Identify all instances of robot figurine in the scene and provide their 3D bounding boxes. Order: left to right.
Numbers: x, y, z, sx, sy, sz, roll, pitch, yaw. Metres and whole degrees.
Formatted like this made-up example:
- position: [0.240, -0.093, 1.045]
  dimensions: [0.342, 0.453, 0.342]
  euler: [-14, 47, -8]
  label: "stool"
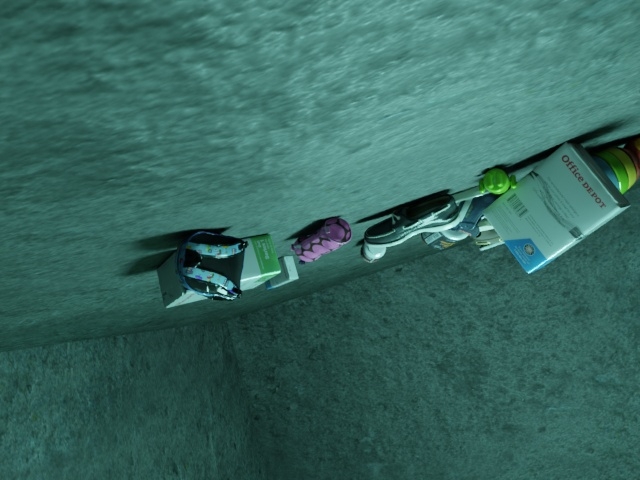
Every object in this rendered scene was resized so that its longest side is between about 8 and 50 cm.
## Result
- position: [0.491, -0.165, 1.683]
  dimensions: [0.101, 0.067, 0.115]
  euler: [-10, 175, 22]
  label: "robot figurine"

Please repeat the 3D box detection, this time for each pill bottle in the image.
- position: [0.203, 0.033, 2.311]
  dimensions: [0.086, 0.086, 0.152]
  euler: [-15, 171, -7]
  label: "pill bottle"
- position: [0.433, -0.041, 2.135]
  dimensions: [0.130, 0.131, 0.246]
  euler: [-15, 172, -11]
  label: "pill bottle"

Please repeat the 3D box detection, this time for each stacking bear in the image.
- position: [0.887, -0.215, 1.826]
  dimensions: [0.289, 0.175, 0.164]
  euler: [-28, 143, -3]
  label: "stacking bear"

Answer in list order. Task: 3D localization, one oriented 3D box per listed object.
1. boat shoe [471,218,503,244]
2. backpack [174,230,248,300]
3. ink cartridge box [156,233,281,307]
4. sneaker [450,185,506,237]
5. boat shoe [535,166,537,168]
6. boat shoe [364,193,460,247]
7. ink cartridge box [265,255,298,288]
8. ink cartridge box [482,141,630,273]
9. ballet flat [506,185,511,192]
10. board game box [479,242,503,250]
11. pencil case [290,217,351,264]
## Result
- position: [0.655, -0.046, 2.054]
  dimensions: [0.324, 0.097, 0.117]
  euler: [-7, -143, 39]
  label: "boat shoe"
- position: [-0.270, 0.057, 1.417]
  dimensions: [0.116, 0.158, 0.173]
  euler: [-1, 170, 42]
  label: "backpack"
- position: [-0.281, 0.084, 1.647]
  dimensions: [0.278, 0.117, 0.201]
  euler: [-11, 170, -32]
  label: "ink cartridge box"
- position: [0.427, -0.065, 1.914]
  dimensions: [0.350, 0.148, 0.131]
  euler: [-19, 171, 17]
  label: "sneaker"
- position: [0.690, -0.187, 1.847]
  dimensions: [0.079, 0.095, 0.254]
  euler: [-27, -179, -3]
  label: "boat shoe"
- position: [0.267, -0.065, 1.835]
  dimensions: [0.302, 0.091, 0.114]
  euler: [-19, -145, 9]
  label: "boat shoe"
- position: [-0.146, 0.114, 2.166]
  dimensions: [0.122, 0.089, 0.052]
  euler: [-23, 168, 37]
  label: "ink cartridge box"
- position: [0.651, -0.089, 1.685]
  dimensions: [0.129, 0.223, 0.307]
  euler: [-8, 151, -50]
  label: "ink cartridge box"
- position: [0.614, -0.127, 2.028]
  dimensions: [0.280, 0.096, 0.095]
  euler: [-23, 134, 18]
  label: "ballet flat"
- position: [0.804, -0.115, 2.227]
  dimensions: [0.390, 0.050, 0.390]
  euler: [-24, -172, 40]
  label: "board game box"
- position: [0.000, 0.000, 1.756]
  dimensions: [0.098, 0.095, 0.209]
  euler: [16, 154, -26]
  label: "pencil case"
